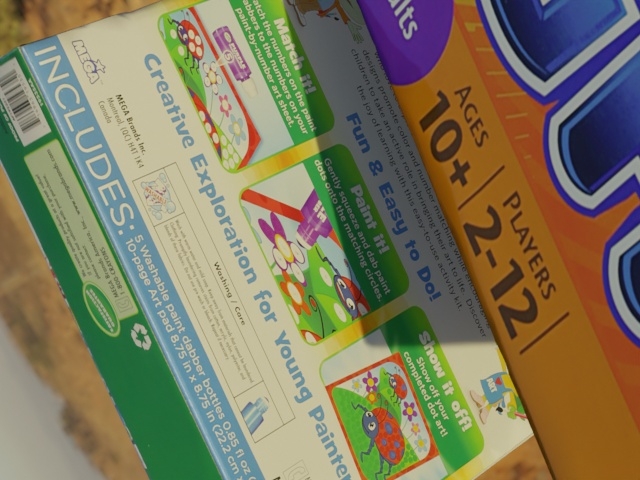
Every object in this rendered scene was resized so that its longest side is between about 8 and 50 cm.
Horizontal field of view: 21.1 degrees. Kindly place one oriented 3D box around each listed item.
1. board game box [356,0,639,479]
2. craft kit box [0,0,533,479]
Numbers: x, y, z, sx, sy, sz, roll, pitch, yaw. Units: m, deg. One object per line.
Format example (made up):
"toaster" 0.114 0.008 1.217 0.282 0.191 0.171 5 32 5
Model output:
"board game box" 0.291 -0.053 0.597 0.356 0.356 0.356 -44 55 40
"craft kit box" 0.000 0.000 0.759 0.061 0.246 0.250 -21 94 49
